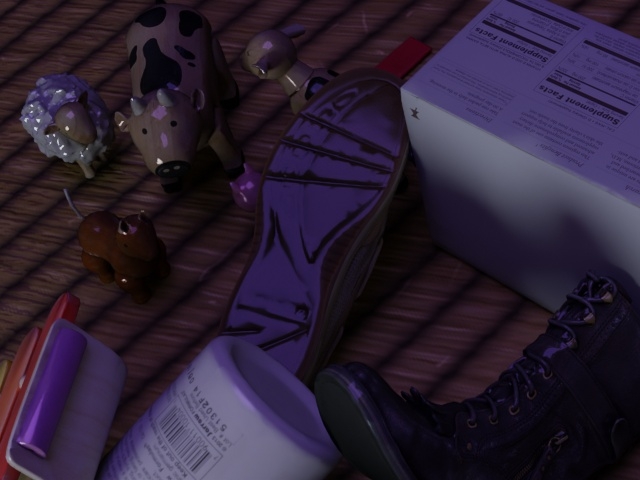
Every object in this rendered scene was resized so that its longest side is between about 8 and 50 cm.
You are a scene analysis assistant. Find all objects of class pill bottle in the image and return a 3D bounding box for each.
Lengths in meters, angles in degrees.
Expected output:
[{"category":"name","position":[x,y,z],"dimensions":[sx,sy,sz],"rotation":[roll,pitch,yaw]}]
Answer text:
[{"category":"pill bottle","position":[-0.103,0.193,0.935],"dimensions":[0.229,0.131,0.131],"rotation":[-47,52,9]}]

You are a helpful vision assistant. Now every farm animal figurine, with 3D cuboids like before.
[{"category":"farm animal figurine","position":[-0.108,-0.118,1.181],"dimensions":[0.330,0.172,0.327],"rotation":[-27,51,-5]}]

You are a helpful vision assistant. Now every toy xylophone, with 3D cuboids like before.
[{"category":"toy xylophone","position":[-0.252,0.193,0.959],"dimensions":[0.323,0.081,0.236],"rotation":[-39,30,40]}]

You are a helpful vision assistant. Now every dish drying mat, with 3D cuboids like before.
[{"category":"dish drying mat","position":[0.075,-0.176,1.278],"dimensions":[0.083,0.008,0.032],"rotation":[-43,55,-18]}]

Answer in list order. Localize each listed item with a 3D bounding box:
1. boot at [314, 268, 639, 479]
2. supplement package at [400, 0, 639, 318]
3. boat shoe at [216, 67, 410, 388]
[{"category":"boot","position":[0.138,0.109,0.908],"dimensions":[0.229,0.263,0.091],"rotation":[-48,29,-13]},{"category":"supplement package","position":[0.219,-0.046,1.009],"dimensions":[0.262,0.204,0.145],"rotation":[32,66,33]},{"category":"boat shoe","position":[0.000,0.000,1.060],"dimensions":[0.109,0.098,0.302],"rotation":[17,79,15]}]
